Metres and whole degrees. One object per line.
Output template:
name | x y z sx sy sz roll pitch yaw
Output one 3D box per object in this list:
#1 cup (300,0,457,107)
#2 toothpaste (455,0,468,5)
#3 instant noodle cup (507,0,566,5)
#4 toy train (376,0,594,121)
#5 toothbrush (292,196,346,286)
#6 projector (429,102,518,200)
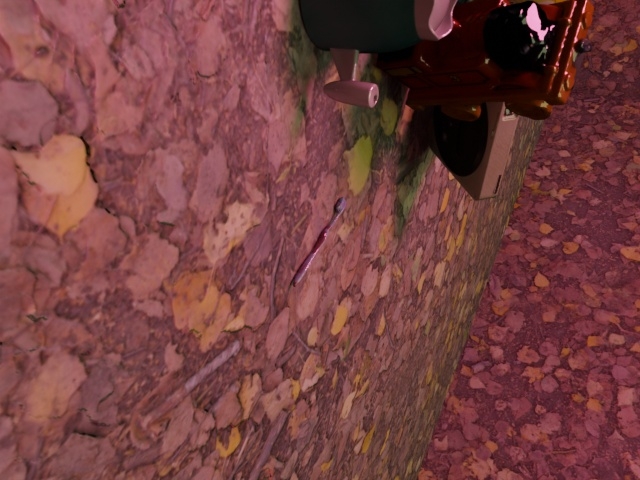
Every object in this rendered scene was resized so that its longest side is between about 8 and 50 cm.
cup | 0.087 -0.328 0.680 0.167 0.173 0.300 -3 106 -64
toothpaste | 0.305 -0.552 1.148 0.197 0.034 0.057 -16 134 -62
instant noodle cup | 0.462 -0.623 1.127 0.200 0.264 0.264 24 82 -54
toy train | 0.256 -0.315 0.875 0.231 0.369 0.163 14 92 -37
toothbrush | 0.000 0.000 0.863 0.193 0.013 0.019 -60 144 -28
projector | 0.319 -0.258 1.119 0.259 0.079 0.257 -112 -162 -49
